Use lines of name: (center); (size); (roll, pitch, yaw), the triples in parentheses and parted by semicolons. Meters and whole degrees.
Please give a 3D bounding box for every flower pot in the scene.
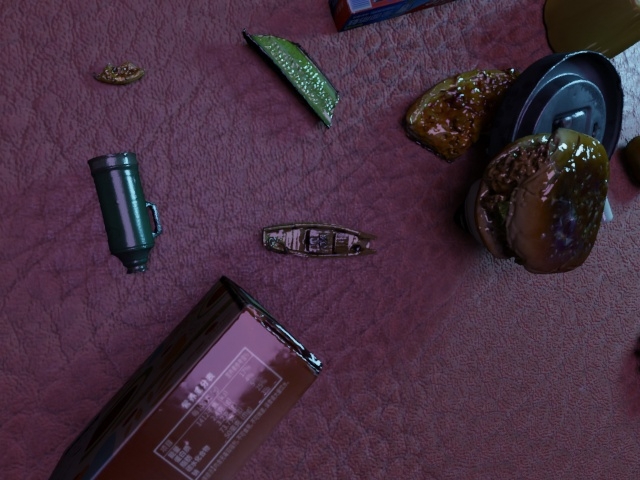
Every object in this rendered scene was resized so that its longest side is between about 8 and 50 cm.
flower pot: (0.580, -0.462, 0.943); (0.195, 0.179, 0.195); (0, 90, -17)

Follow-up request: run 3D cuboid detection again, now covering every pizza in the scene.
pizza: (0.306, -0.246, 0.920); (0.305, 0.085, 0.161); (-15, 95, -13)
pizza: (-0.331, -0.275, 0.790); (0.083, 0.016, 0.037); (-10, 86, -13)

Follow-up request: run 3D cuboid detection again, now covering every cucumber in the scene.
cucumber: (-0.042, -0.298, 0.852); (0.070, 0.046, 0.220); (-46, 102, -12)

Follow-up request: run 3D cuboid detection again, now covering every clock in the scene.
clock: (0.445, -0.195, 0.907); (0.313, 0.061, 0.312); (-12, 116, -26)

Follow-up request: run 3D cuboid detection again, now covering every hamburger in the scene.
hamburger: (0.380, -0.071, 0.805); (0.243, 0.146, 0.286); (-46, 125, -13)

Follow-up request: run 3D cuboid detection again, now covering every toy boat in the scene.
toy boat: (0.000, 0.000, 0.847); (0.206, 0.072, 0.064); (3, 91, -14)

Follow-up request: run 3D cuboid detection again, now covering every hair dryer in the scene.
hair dryer: (0.536, -0.061, 1.003); (0.137, 0.047, 0.082); (-21, 96, -8)

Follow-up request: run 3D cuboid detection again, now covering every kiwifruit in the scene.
kiwifruit: (0.703, -0.169, 1.031); (0.075, 0.075, 0.124); (-30, 93, -13)

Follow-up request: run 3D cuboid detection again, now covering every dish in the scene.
dish: (0.297, -0.049, 0.930); (0.141, 0.078, 0.141); (13, 74, -51)

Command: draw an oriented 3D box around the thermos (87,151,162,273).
thermos: (-0.312, -0.041, 0.772); (0.073, 0.083, 0.187); (-10, 94, 7)

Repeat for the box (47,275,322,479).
box: (-0.204, 0.241, 0.653); (0.122, 0.344, 0.385); (44, 80, -12)

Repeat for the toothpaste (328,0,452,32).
toothpaste: (0.176, -0.468, 0.891); (0.320, 0.076, 0.066); (-20, 95, -13)
